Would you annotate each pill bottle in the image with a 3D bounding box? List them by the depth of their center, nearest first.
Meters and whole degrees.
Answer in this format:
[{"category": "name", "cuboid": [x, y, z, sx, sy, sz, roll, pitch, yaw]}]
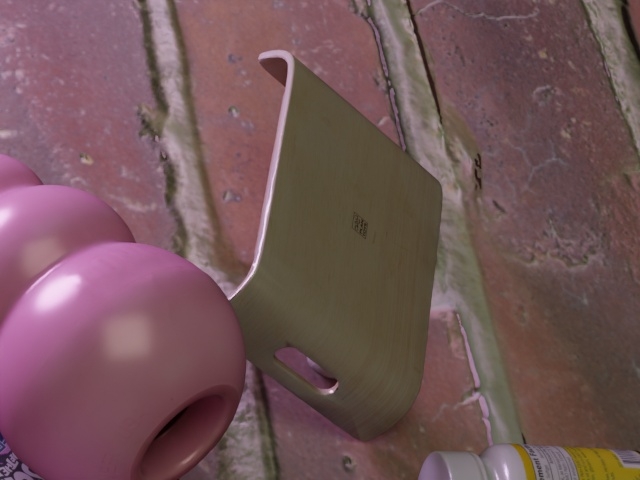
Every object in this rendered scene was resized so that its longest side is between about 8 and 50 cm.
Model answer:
[{"category": "pill bottle", "cuboid": [0.193, 0.235, 1.664, 0.208, 0.119, 0.119, 5, 56, -16]}]

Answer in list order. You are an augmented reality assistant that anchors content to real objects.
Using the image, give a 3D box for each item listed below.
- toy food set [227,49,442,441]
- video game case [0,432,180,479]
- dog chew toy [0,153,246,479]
[{"category": "toy food set", "cuboid": [0.000, 0.000, 1.742, 0.219, 0.092, 0.306, 39, 43, -34]}, {"category": "video game case", "cuboid": [-0.225, 0.240, 1.562, 0.210, 0.042, 0.232, 41, 54, 11]}, {"category": "dog chew toy", "cuboid": [-0.214, 0.051, 1.555, 0.206, 0.207, 0.332, -30, 61, -33]}]
